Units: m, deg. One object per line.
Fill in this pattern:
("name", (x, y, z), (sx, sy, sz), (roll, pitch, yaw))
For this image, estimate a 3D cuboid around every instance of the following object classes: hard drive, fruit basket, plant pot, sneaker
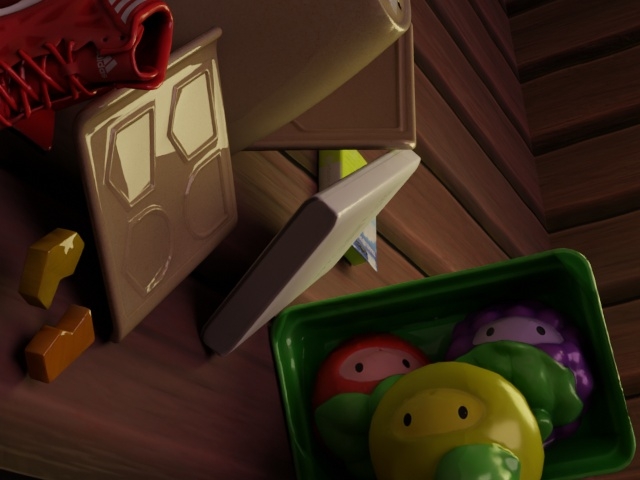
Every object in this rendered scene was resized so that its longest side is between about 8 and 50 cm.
("hard drive", (0.000, 0.000, 1.082), (0.040, 0.203, 0.307), (42, 24, 6))
("fruit basket", (0.134, 0.173, 1.043), (0.392, 0.392, 0.282), (13, 63, -63))
("plant pot", (-0.057, -0.229, 1.001), (0.256, 0.274, 0.256), (46, 35, -47))
("sneaker", (-0.200, -0.127, 0.706), (0.221, 0.128, 0.087), (-47, 135, -26))

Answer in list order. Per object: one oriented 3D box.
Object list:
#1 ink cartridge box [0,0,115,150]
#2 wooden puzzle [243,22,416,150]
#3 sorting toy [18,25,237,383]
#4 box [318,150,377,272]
("ink cartridge box", (-0.235, -0.209, 0.842), (0.134, 0.078, 0.231), (43, 39, -49))
("wooden puzzle", (0.004, -0.187, 1.203), (0.044, 0.221, 0.238), (86, 5, -50))
("sorting toy", (-0.163, -0.031, 0.833), (0.307, 0.041, 0.229), (-49, 146, -51))
("box", (0.039, -0.050, 1.381), (0.109, 0.042, 0.178), (45, 37, -47))
